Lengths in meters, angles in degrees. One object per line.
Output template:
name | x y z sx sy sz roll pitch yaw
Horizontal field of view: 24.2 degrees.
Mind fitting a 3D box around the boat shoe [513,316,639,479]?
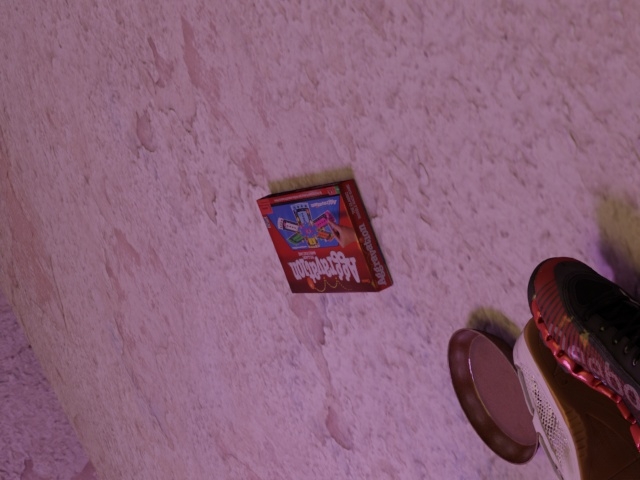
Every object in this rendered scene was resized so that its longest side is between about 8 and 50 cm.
boat shoe | 0.272 0.206 1.494 0.096 0.098 0.277 120 133 -63

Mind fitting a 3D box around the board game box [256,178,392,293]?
board game box | 0.000 0.000 1.978 0.281 0.027 0.145 -6 107 66

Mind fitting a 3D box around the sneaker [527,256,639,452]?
sneaker | 0.292 0.104 1.340 0.276 0.097 0.135 53 154 25

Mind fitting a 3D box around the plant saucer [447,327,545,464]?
plant saucer | 0.203 0.172 1.692 0.168 0.029 0.168 49 153 37
